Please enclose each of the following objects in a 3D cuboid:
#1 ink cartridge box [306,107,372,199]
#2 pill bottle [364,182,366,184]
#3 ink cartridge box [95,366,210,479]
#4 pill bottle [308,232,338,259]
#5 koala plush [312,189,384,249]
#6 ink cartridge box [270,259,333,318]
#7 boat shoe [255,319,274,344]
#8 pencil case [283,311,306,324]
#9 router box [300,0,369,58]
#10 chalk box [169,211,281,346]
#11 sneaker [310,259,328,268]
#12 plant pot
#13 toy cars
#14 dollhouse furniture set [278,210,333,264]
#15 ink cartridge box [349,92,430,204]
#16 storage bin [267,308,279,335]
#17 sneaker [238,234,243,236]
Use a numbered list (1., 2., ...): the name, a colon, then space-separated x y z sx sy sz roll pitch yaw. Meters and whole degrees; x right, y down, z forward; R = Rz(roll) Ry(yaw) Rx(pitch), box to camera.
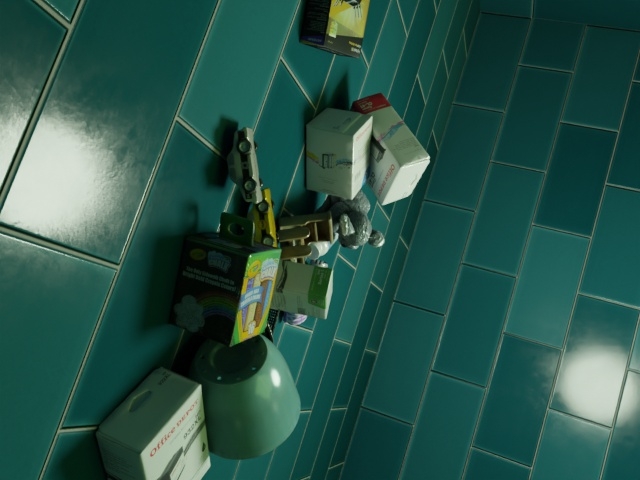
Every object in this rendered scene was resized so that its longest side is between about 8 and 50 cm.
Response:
1. ink cartridge box: 0.060 -0.286 1.994 0.171 0.168 0.232 -52 150 -49
2. pill bottle: 0.148 -0.283 2.305 0.122 0.123 0.219 82 30 -48
3. ink cartridge box: -0.377 0.491 1.432 0.223 0.129 0.307 -49 148 -49
4. pill bottle: 0.000 0.000 2.163 0.160 0.087 0.087 -50 149 -51
5. koala plush: 0.101 -0.056 2.015 0.203 0.196 0.221 -57 -154 12
6. ink cartridge box: -0.082 0.128 1.665 0.160 0.220 0.092 91 11 -62
7. boat shoe: -0.176 0.225 1.667 0.080 0.073 0.223 -50 143 -27
8. pencil case: -0.095 0.199 2.061 0.088 0.086 0.206 -27 138 -18
9. router box: 0.054 -0.684 1.819 0.309 0.081 0.242 -24 126 -65
10. chalk box: -0.220 0.080 1.487 0.179 0.180 0.288 -7 112 -69
11. sneaker: -0.012 0.137 2.215 0.223 0.083 0.098 60 44 -71
12. plant pot: -0.209 0.369 1.575 0.293 0.293 0.235 -56 151 -42
13. toy cars: -0.182 -0.113 1.585 0.393 0.087 0.176 78 7 -48
14. dollhouse furniture set: -0.035 0.037 1.838 0.242 0.161 0.212 -98 -179 -45
15. ink cartridge box: 0.210 -0.312 2.099 0.131 0.306 0.226 -20 155 -24
16. storage bin: -0.182 0.202 1.823 0.122 0.084 0.180 14 90 -70
17. sneaker: -0.219 0.077 1.665 0.082 0.069 0.209 -45 147 -66
